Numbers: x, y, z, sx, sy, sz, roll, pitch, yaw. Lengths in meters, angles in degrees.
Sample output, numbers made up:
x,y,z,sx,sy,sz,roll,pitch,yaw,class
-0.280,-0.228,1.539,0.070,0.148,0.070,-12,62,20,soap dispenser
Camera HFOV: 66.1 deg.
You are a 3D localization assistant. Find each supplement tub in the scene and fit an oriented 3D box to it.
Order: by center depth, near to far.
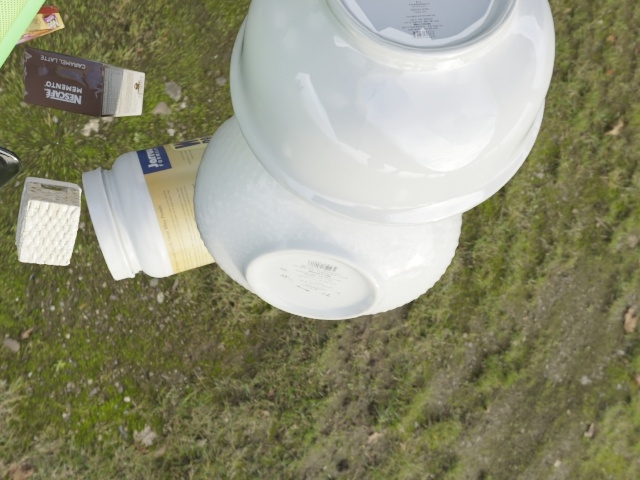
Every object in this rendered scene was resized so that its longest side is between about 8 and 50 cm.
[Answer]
x,y,z,sx,sy,sz,roll,pitch,yaw,class
-0.236,-0.065,0.890,0.316,0.228,0.229,-17,107,-18,supplement tub

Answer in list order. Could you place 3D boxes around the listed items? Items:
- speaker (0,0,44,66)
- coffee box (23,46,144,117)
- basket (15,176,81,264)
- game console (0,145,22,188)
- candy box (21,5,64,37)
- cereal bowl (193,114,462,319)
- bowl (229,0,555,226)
x,y,z,sx,sy,sz,roll,pitch,yaw,class
-0.236,-0.164,0.284,0.296,0.131,0.131,-34,122,27,speaker
-0.459,-0.309,0.981,0.141,0.246,0.098,10,105,-5,coffee box
-0.599,-0.038,1.081,0.113,0.103,0.167,8,115,-33,basket
-0.506,-0.019,0.482,0.293,0.173,0.250,30,63,-56,game console
-0.696,-0.481,1.113,0.109,0.186,0.053,-56,134,-59,candy box
0.000,0.000,0.607,0.339,0.339,0.141,34,50,-29,cereal bowl
0.066,-0.171,0.401,0.297,0.134,0.298,1,74,-2,bowl
